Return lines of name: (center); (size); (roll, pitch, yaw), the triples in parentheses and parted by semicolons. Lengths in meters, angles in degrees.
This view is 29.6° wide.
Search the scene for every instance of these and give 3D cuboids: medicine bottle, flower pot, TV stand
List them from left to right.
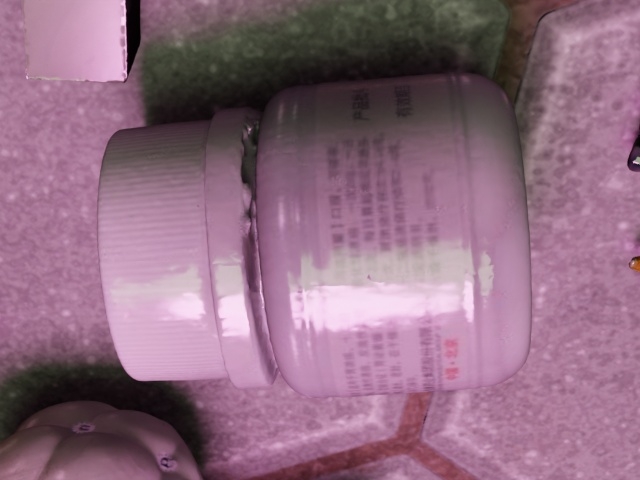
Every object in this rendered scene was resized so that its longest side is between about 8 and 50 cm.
TV stand: (-0.180, -0.257, 0.889); (0.083, 0.088, 0.269); (2, 121, 1)
flower pot: (-0.207, 0.268, 1.112); (0.195, 0.246, 0.246); (-14, 123, -23)
medicine bottle: (0.000, 0.000, 0.943); (0.306, 0.245, 0.245); (-4, 120, 5)

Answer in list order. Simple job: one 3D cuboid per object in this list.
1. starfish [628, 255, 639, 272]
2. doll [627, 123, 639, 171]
starfish: (0.371, 0.047, 1.079); (0.176, 0.053, 0.208); (-29, 122, 7)
doll: (0.395, -0.064, 0.966); (0.258, 0.153, 0.195); (41, 132, 0)
